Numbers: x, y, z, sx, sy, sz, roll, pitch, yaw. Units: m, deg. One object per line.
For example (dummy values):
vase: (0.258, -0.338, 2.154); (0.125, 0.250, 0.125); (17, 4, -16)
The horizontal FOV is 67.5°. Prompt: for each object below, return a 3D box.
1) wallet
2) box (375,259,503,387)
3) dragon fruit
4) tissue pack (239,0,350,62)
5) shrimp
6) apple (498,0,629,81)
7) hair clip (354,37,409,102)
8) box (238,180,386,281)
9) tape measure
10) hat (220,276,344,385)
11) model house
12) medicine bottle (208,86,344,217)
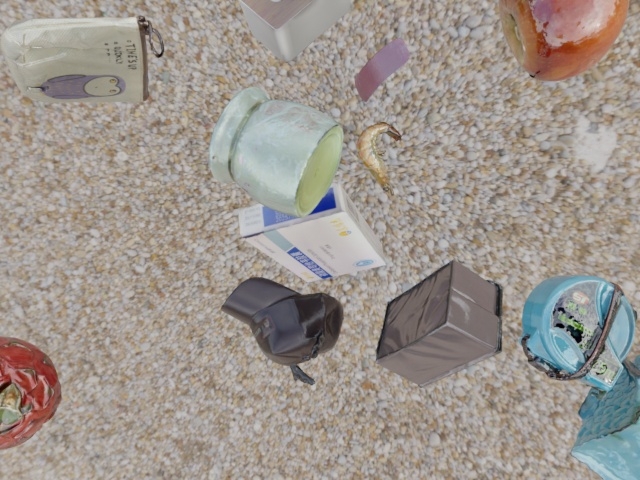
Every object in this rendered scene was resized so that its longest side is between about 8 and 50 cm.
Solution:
wallet: (-0.463, -0.345, 0.954); (0.275, 0.335, 0.068); (-5, 83, -21)
box: (0.263, 0.192, 1.083); (0.153, 0.188, 0.252); (31, 139, -15)
dragon fruit: (-0.493, 0.232, 0.727); (0.172, 0.172, 0.209); (51, 131, -3)
tissue pack: (-0.059, -0.607, 1.219); (0.246, 0.136, 0.159); (-44, 74, -6)
shrimp: (0.111, -0.139, 0.820); (0.091, 0.025, 0.127); (-33, 113, -21)
apple: (0.490, -0.458, 0.975); (0.206, 0.272, 0.251); (-17, 100, 13)
hair clip: (0.108, -0.313, 0.889); (0.137, 0.022, 0.054); (-35, 75, 48)
box: (0.000, 0.000, 0.988); (0.200, 0.343, 0.065); (-14, 68, 15)
tape measure: (0.321, 0.108, 0.600); (0.125, 0.081, 0.146); (30, 83, -4)
hat: (-0.093, 0.249, 1.237); (0.336, 0.209, 0.238); (17, 132, -23)
model house: (0.602, 0.307, 0.770); (0.261, 0.241, 0.226); (37, 135, 12)
medicine bottle: (-0.059, -0.119, 0.654); (0.143, 0.147, 0.147); (25, 100, 14)
